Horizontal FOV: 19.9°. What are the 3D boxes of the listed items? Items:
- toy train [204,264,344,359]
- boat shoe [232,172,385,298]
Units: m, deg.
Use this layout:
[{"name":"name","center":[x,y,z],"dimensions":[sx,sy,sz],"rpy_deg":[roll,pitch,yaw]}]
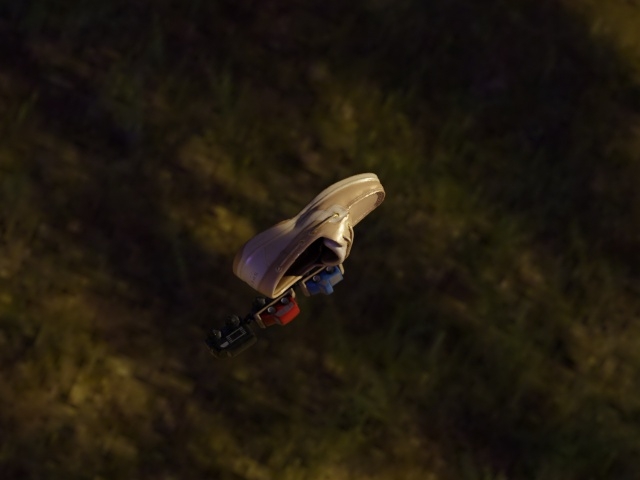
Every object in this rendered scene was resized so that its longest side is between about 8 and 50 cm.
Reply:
[{"name":"toy train","center":[-0.040,0.063,1.748],"dimensions":[0.036,0.158,0.027],"rpy_deg":[50,-8,31]},{"name":"boat shoe","center":[0.000,0.000,1.686],"dimensions":[0.170,0.063,0.059],"rpy_deg":[-34,63,-22]}]
